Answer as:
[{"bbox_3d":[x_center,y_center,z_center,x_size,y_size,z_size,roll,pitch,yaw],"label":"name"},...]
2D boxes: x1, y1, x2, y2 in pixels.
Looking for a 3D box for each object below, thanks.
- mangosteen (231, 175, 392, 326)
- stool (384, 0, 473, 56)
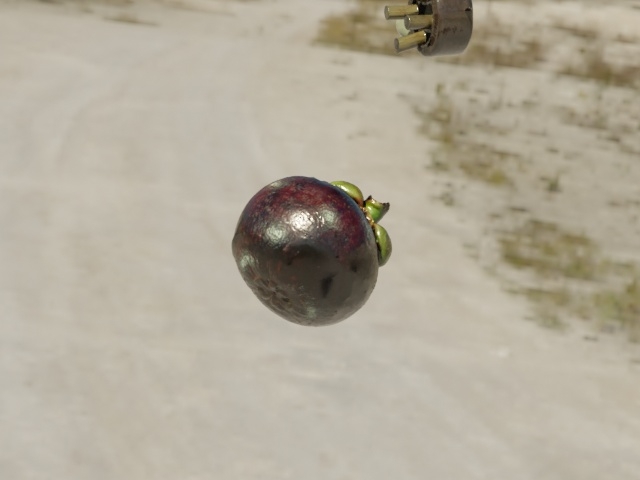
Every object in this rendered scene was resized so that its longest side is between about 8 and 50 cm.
[{"bbox_3d":[-0.012,0.002,2.166,0.216,0.216,0.216,7,10,-1],"label":"mangosteen"},{"bbox_3d":[0.163,-0.344,2.419,0.121,0.125,0.217,-7,5,-15],"label":"stool"}]
